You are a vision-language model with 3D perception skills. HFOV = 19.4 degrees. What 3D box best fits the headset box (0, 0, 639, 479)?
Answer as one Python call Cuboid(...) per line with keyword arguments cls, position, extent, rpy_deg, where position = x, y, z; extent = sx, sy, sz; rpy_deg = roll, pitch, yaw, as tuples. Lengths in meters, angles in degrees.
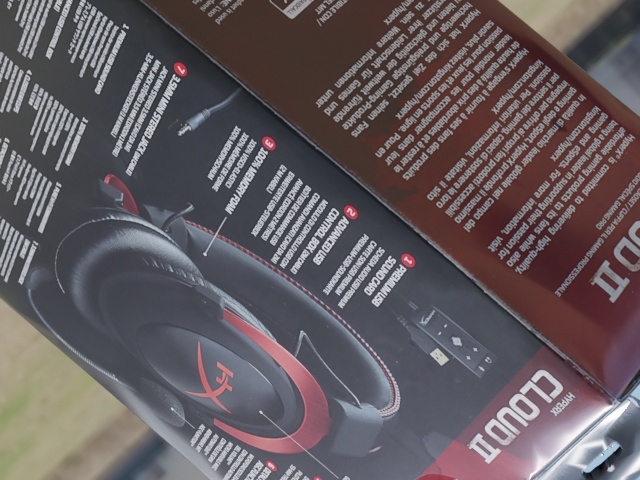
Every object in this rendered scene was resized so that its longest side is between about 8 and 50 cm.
Cuboid(cls="headset box", position=(0.000, 0.000, 0.698), extent=(0.110, 0.293, 0.218), rpy_deg=(-46, 173, -36))
